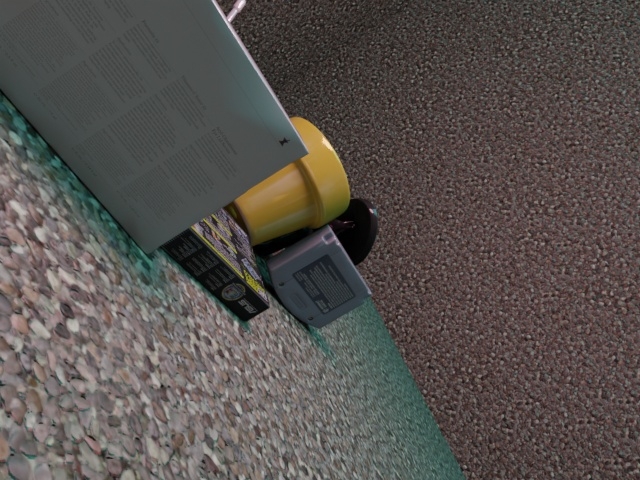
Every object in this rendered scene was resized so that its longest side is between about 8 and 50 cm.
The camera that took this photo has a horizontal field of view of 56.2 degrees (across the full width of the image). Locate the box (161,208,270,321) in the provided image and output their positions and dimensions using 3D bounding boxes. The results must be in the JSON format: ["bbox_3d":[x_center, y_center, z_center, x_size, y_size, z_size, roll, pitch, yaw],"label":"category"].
[{"bbox_3d":[-0.205,-0.004,1.097,0.270,0.060,0.216,52,11,-45],"label":"box"}]

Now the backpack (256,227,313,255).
[{"bbox_3d":[-0.120,-0.068,1.542,0.144,0.166,0.188,88,-24,-72],"label":"backpack"}]

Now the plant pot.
[{"bbox_3d":[-0.103,-0.114,1.342,0.254,0.239,0.254,47,-24,28],"label":"plant pot"}]

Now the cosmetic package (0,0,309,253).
[{"bbox_3d":[-0.233,-0.205,0.812,0.377,0.284,0.097,56,8,-28],"label":"cosmetic package"}]

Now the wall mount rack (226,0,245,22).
[{"bbox_3d":[-0.298,-0.439,1.133,0.350,0.130,0.304,25,23,-1],"label":"wall mount rack"}]

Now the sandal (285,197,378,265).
[{"bbox_3d":[0.000,0.003,1.611,0.446,0.107,0.167,-22,-108,57],"label":"sandal"}]

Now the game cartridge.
[{"bbox_3d":[-0.007,0.101,1.469,0.297,0.198,0.062,57,8,-47],"label":"game cartridge"}]
